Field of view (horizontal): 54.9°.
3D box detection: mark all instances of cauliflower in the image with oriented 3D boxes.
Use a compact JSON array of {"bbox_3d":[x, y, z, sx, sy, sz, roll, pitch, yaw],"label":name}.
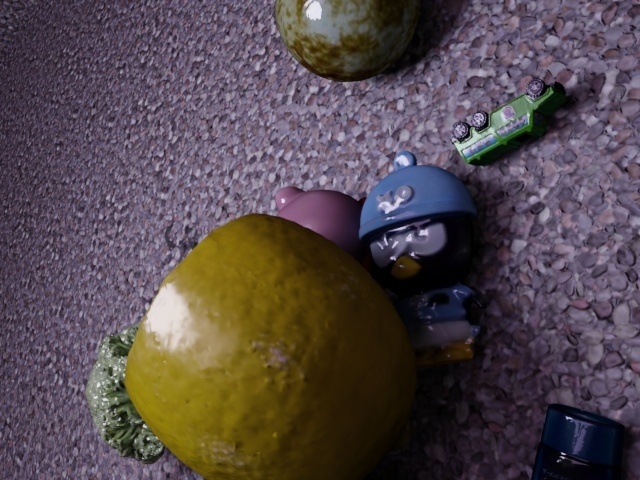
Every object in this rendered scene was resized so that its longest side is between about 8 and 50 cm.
[{"bbox_3d":[-0.310,0.280,1.189,0.250,0.272,0.275,-14,80,8],"label":"cauliflower"}]

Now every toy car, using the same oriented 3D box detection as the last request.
[{"bbox_3d":[0.267,-0.164,0.868,0.165,0.071,0.062,-29,73,35],"label":"toy car"}]

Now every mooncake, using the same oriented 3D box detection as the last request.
[{"bbox_3d":[-0.219,0.057,1.283,0.347,0.057,0.150,14,74,39],"label":"mooncake"}]

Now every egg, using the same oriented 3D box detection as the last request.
[{"bbox_3d":[0.039,-0.392,1.045,0.238,0.238,0.289,-64,22,8],"label":"egg"}]

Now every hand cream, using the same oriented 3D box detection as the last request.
[{"bbox_3d":[0.284,0.332,0.710,0.120,0.061,0.270,10,92,40],"label":"hand cream"}]

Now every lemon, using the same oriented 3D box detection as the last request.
[{"bbox_3d":[-0.039,0.162,0.787,0.364,0.364,0.364,-16,67,40],"label":"lemon"}]

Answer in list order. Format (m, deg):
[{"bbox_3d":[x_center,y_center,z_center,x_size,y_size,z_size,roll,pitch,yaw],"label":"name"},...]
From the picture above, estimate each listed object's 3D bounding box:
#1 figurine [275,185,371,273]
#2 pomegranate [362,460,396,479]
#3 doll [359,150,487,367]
[{"bbox_3d":[0.000,0.000,1.001,0.173,0.173,0.173,-16,67,40],"label":"figurine"},{"bbox_3d":[0.019,0.355,0.895,0.169,0.148,0.148,-9,71,35],"label":"pomegranate"},{"bbox_3d":[0.143,0.019,0.878,0.177,0.141,0.314,-18,70,32],"label":"doll"}]
